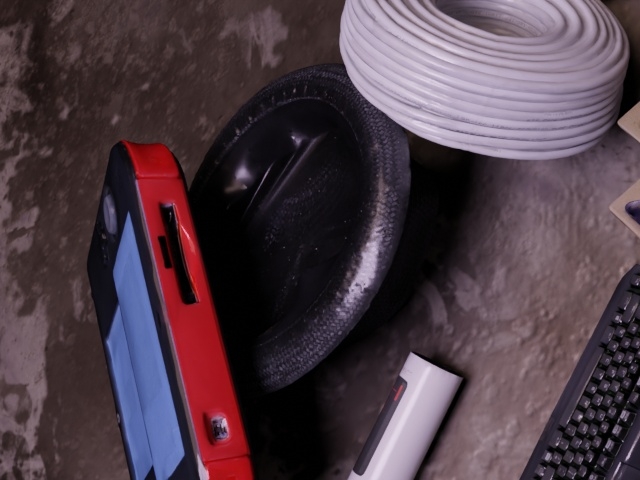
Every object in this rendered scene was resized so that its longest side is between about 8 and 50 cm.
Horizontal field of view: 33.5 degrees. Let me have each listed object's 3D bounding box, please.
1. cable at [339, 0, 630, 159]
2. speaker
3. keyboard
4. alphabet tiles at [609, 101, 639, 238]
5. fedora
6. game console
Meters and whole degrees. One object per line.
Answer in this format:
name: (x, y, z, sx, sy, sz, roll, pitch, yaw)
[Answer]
cable: (0.145, -0.175, 0.929, 0.257, 0.257, 0.089, 20, 130, 9)
speaker: (0.078, 0.171, 0.968, 0.055, 0.055, 0.136, 28, 92, 43)
keyboard: (0.225, 0.177, 0.814, 0.317, 0.033, 0.201, -64, 25, 0)
alphabet tiles: (0.398, -0.086, 0.790, 0.342, 0.011, 0.285, -42, 50, 6)
fedora: (0.000, 0.000, 1.028, 0.334, 0.152, 0.334, -18, 65, 44)
game console: (-0.166, 0.130, 1.039, 0.342, 0.060, 0.387, 130, 130, -57)
